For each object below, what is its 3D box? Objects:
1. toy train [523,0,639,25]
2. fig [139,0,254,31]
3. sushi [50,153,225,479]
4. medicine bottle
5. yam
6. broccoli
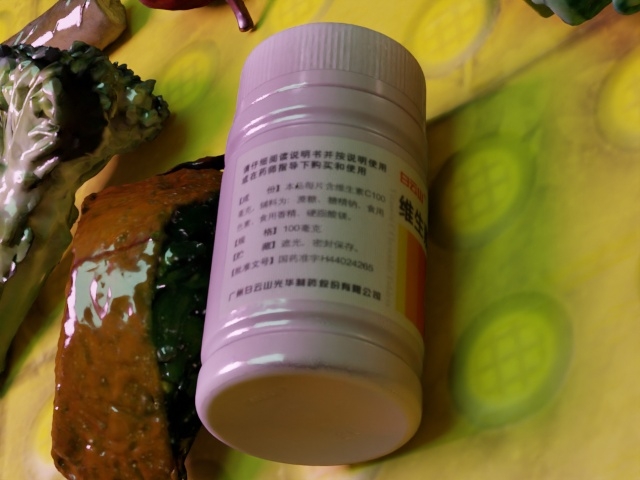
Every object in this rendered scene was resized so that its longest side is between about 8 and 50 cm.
[{"bbox_3d":[0.219,-0.265,0.852,0.369,0.150,0.237,-42,46,18],"label":"toy train"},{"bbox_3d":[-0.118,-0.238,1.199,0.128,0.128,0.150,-23,53,34],"label":"fig"},{"bbox_3d":[-0.100,0.051,0.958,0.149,0.140,0.287,111,165,-54],"label":"sushi"},{"bbox_3d":[0.000,0.000,0.886,0.133,0.133,0.250,-24,47,33],"label":"medicine bottle"},{"bbox_3d":[-0.303,-0.137,1.358,0.317,0.067,0.071,-33,29,23],"label":"yam"},{"bbox_3d":[-0.239,-0.015,1.171,0.165,0.145,0.304,25,93,42],"label":"broccoli"}]
